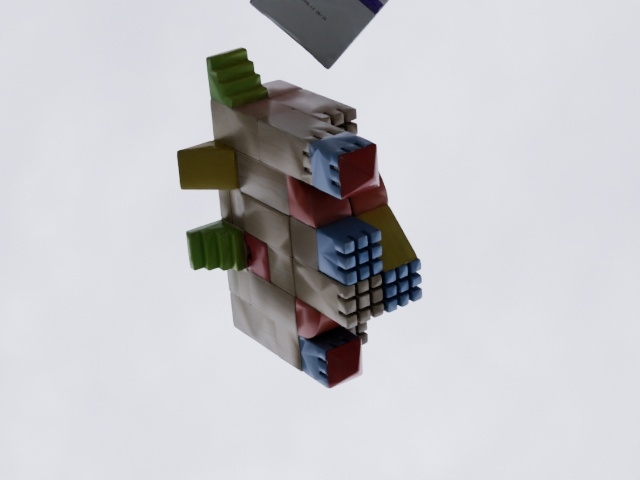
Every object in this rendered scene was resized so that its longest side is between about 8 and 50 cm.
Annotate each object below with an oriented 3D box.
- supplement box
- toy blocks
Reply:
[{"bbox_3d":[0.038,-0.301,1.370,0.111,0.114,0.220,40,-131,-6],"label":"supplement box"},{"bbox_3d":[0.000,0.000,1.411,0.190,0.382,0.261,-20,-150,-31],"label":"toy blocks"}]
